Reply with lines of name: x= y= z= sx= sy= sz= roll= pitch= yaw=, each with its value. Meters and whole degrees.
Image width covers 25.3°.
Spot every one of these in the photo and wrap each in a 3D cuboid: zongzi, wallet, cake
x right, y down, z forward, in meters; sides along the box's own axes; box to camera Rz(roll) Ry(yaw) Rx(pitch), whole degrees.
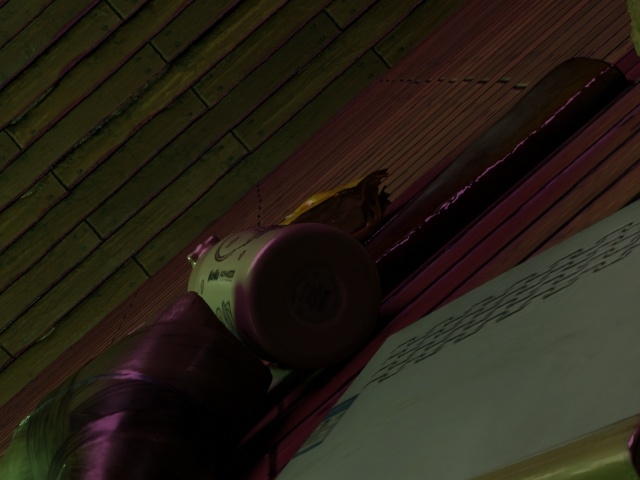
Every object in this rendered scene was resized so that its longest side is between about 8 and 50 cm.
zongzi: x=-0.150 y=0.168 z=0.895 sx=0.221 sy=0.112 sz=0.242 roll=-40 pitch=15 yaw=34
wallet: x=0.116 y=-0.050 z=1.080 sx=0.255 sy=0.031 sz=0.137 roll=-40 pitch=6 yaw=3
cake: x=0.002 y=0.004 z=1.286 sx=0.116 sy=0.080 sz=0.185 roll=-21 pitch=7 yaw=34

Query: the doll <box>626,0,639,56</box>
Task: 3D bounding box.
doll: x=0.215 y=-0.135 z=0.745 sx=0.115 sy=0.105 sz=0.221 roll=-47 pitch=8 yaw=7

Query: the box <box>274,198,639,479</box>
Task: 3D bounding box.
box: x=0.073 y=0.063 z=0.545 sx=0.270 sy=0.045 sz=0.211 roll=-34 pitch=10 yaw=48

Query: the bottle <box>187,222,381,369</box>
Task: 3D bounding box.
bottle: x=-0.033 y=0.043 z=1.022 sx=0.097 sy=0.110 sz=0.209 roll=-40 pitch=11 yaw=-15

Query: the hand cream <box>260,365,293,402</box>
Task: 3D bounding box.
hand cream: x=-0.080 y=0.115 z=1.067 sx=0.087 sy=0.054 sz=0.186 roll=-39 pitch=13 yaw=-14
